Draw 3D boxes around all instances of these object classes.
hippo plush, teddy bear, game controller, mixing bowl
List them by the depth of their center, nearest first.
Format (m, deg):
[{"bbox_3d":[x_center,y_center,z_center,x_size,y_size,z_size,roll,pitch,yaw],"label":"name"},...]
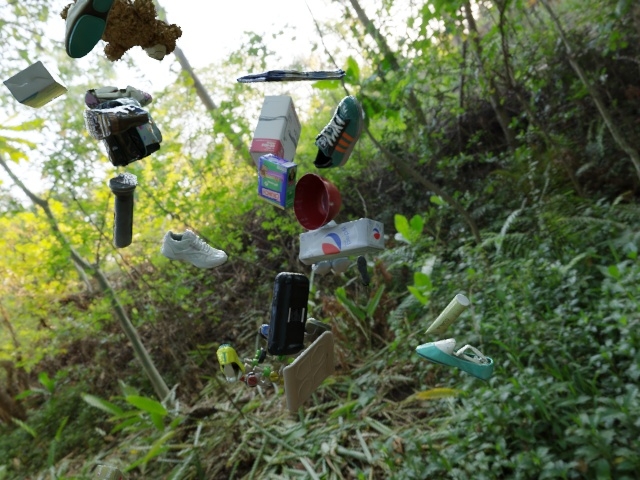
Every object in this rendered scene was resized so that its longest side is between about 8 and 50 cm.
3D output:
[{"bbox_3d":[-0.555,-0.610,1.308,0.245,0.113,0.338,-31,-19,8],"label":"teddy bear"},{"bbox_3d":[0.003,-0.125,1.474,0.098,0.182,0.181,-6,-13,-40],"label":"mixing bowl"},{"bbox_3d":[-0.120,0.285,1.765,0.067,0.320,0.166,5,-3,40],"label":"game controller"},{"bbox_3d":[0.000,0.000,1.905,0.234,0.294,0.236,-41,13,-4],"label":"hippo plush"}]

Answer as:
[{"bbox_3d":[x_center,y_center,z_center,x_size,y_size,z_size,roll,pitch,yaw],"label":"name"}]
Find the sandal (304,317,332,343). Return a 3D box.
[{"bbox_3d":[-0.039,0.432,2.068,0.303,0.120,0.086,-50,21,53],"label":"sandal"}]

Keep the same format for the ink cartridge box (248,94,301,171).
[{"bbox_3d":[-0.175,-0.410,1.831,0.117,0.283,0.207,6,-23,14],"label":"ink cartridge box"}]

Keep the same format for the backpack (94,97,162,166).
[{"bbox_3d":[-0.599,-0.345,1.415,0.165,0.189,0.144,-13,26,26],"label":"backpack"}]

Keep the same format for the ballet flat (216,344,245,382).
[{"bbox_3d":[-0.302,0.436,1.545,0.077,0.077,0.231,-14,-39,-7],"label":"ballet flat"}]

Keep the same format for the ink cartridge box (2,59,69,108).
[{"bbox_3d":[-0.734,-0.401,1.189,0.104,0.062,0.181,-36,19,-10],"label":"ink cartridge box"}]

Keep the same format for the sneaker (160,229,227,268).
[{"bbox_3d":[-0.578,0.038,2.108,0.114,0.304,0.152,-100,26,-57],"label":"sneaker"}]

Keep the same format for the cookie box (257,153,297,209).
[{"bbox_3d":[-0.104,-0.140,1.091,0.091,0.107,0.040,25,34,29],"label":"cookie box"}]

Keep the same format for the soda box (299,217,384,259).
[{"bbox_3d":[0.064,0.004,1.482,0.286,0.091,0.098,-12,-16,40],"label":"soda box"}]

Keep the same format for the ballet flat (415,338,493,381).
[{"bbox_3d":[0.419,0.350,1.406,0.083,0.247,0.087,-73,4,-78],"label":"ballet flat"}]

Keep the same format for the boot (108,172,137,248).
[{"bbox_3d":[-0.575,-0.079,1.317,0.190,0.075,0.209,-119,45,-73],"label":"boot"}]

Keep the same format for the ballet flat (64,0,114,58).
[{"bbox_3d":[-0.551,-0.557,1.092,0.248,0.086,0.086,-49,-1,17],"label":"ballet flat"}]

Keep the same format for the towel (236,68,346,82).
[{"bbox_3d":[-0.090,-0.506,1.408,0.284,0.034,0.209,-14,21,-31],"label":"towel"}]

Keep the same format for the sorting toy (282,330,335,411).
[{"bbox_3d":[-0.036,0.404,1.424,0.038,0.193,0.208,22,39,36],"label":"sorting toy"}]

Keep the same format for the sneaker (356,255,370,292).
[{"bbox_3d":[0.206,0.164,2.215,0.051,0.170,0.089,-11,-15,-6],"label":"sneaker"}]

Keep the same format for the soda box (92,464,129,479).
[{"bbox_3d":[-0.631,0.733,1.376,0.181,0.061,0.058,100,178,-50],"label":"soda box"}]

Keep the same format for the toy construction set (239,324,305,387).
[{"bbox_3d":[-0.179,0.513,1.864,0.258,0.237,0.309,-83,18,-45],"label":"toy construction set"}]

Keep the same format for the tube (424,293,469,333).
[{"bbox_3d":[0.530,0.321,1.897,0.062,0.070,0.240,-48,-11,-51],"label":"tube"}]

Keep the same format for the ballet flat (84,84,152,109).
[{"bbox_3d":[-0.665,-0.482,1.519,0.221,0.077,0.079,-16,-19,-33],"label":"ballet flat"}]

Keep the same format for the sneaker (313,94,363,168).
[{"bbox_3d":[0.053,-0.354,1.562,0.121,0.108,0.302,-22,-29,-27],"label":"sneaker"}]

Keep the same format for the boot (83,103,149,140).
[{"bbox_3d":[-0.534,-0.308,1.185,0.106,0.082,0.219,-23,28,-38],"label":"boot"}]
